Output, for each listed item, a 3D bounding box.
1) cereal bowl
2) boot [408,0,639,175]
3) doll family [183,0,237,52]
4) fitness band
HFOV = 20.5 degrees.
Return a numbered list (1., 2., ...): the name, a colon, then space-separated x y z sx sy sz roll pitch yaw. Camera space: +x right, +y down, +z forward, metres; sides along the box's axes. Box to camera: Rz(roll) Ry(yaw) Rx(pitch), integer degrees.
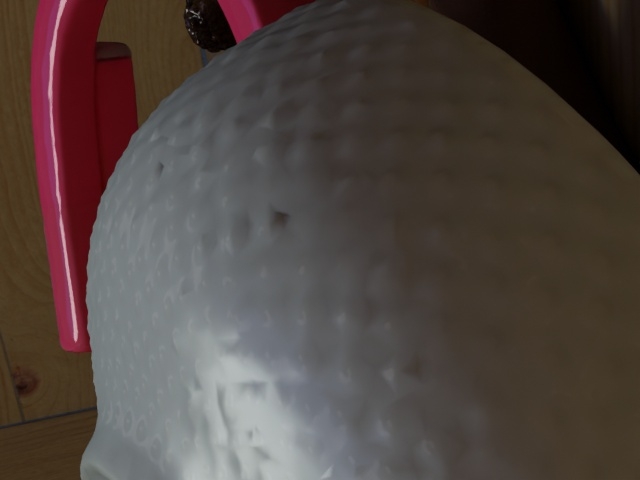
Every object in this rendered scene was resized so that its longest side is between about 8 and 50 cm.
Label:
1. cereal bowl: 0.024 0.101 0.562 0.339 0.141 0.339 50 159 27
2. boot: 0.064 -0.142 0.658 0.264 0.096 0.280 -95 3 -70
3. doll family: -0.032 -0.211 0.902 0.118 0.163 0.263 165 94 -84
4. fitness band: -0.058 -0.018 0.840 0.209 0.054 0.291 4 103 50
